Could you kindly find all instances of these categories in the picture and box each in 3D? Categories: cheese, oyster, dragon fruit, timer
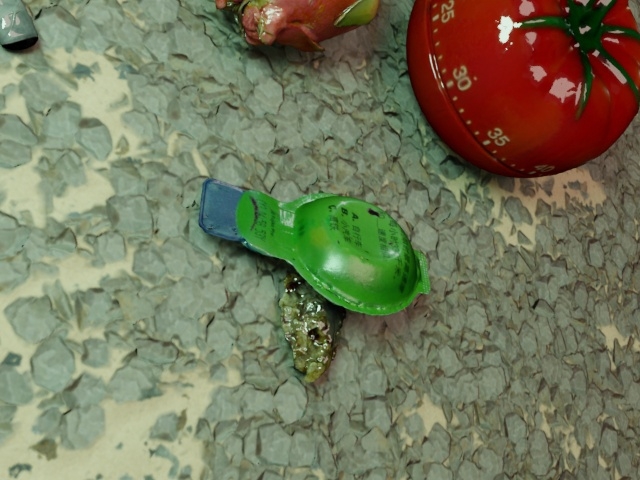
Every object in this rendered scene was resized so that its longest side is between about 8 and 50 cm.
[{"bbox_3d":[0.000,0.000,0.938,0.321,0.083,0.203,17,42,-18],"label":"cheese"},{"bbox_3d":[-0.003,0.106,0.936,0.103,0.051,0.148,8,72,-33],"label":"oyster"},{"bbox_3d":[-0.024,-0.353,0.962,0.227,0.224,0.224,-21,90,-36],"label":"dragon fruit"},{"bbox_3d":[0.308,-0.281,1.130,0.378,0.279,0.377,10,73,-35],"label":"timer"}]

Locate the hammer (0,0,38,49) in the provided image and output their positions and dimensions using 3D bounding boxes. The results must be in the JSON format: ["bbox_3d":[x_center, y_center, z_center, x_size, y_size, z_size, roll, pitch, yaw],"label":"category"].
[{"bbox_3d":[-0.401,-0.409,0.800,0.152,0.044,0.426,-28,95,-37],"label":"hammer"}]
